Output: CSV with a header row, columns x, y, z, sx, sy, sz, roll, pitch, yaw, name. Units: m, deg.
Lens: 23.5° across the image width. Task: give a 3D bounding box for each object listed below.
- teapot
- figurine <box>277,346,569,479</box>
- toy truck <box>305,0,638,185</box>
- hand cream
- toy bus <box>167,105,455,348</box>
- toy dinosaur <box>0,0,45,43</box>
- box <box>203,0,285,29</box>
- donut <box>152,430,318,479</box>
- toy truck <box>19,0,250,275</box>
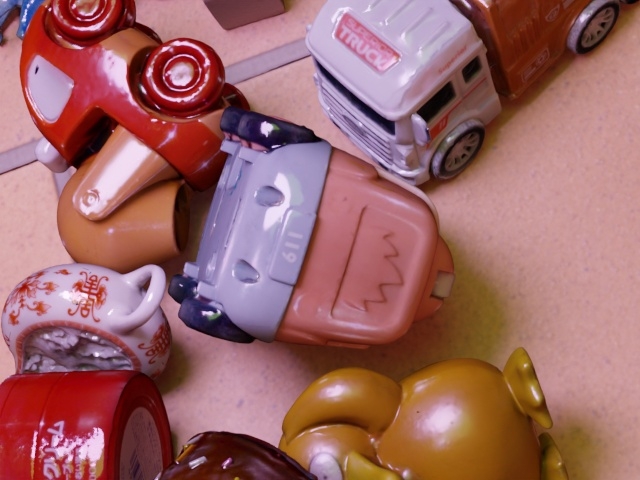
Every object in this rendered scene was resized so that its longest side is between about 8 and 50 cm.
x,y,z,sx,sy,sz,roll,pitch,yaw,name
-0.212,0.080,1.433,0.159,0.245,0.116,37,52,-12,teapot
0.088,0.189,1.327,0.228,0.215,0.215,-28,62,-21,figurine
0.162,-0.249,1.465,0.387,0.207,0.173,-44,64,-7,toy truck
-0.214,0.209,1.371,0.125,0.193,0.193,-5,66,12,hand cream
0.000,0.000,1.370,0.232,0.288,0.194,14,93,-9,toy bus
-0.309,-0.261,1.642,0.329,0.076,0.144,3,78,26,toy dinosaur
-0.085,-0.269,1.586,0.089,0.122,0.062,-15,77,7,box
-0.066,0.284,1.291,0.216,0.230,0.096,36,35,22,donut
-0.205,-0.105,1.505,0.265,0.189,0.239,38,85,14,toy truck
